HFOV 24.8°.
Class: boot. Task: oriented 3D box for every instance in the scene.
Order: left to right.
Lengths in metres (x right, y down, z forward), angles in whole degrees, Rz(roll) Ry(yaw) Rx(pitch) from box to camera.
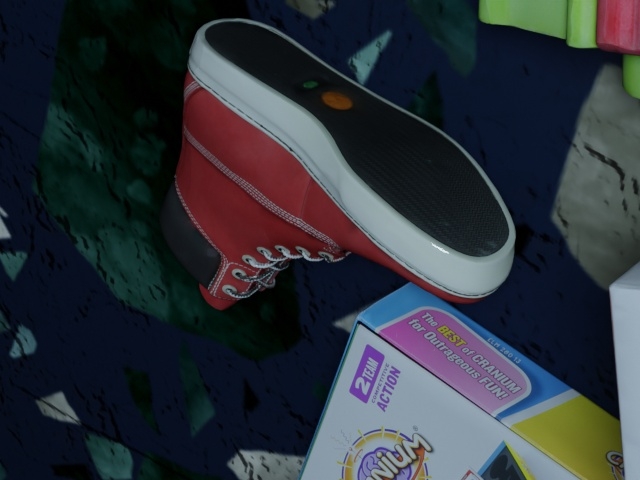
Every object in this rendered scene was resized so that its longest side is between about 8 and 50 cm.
[{"bbox_3d":[0.000,0.000,0.870,0.244,0.088,0.176,39,129,29],"label":"boot"}]

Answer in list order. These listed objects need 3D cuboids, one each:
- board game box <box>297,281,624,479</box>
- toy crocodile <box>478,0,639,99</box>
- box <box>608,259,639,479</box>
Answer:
[{"bbox_3d":[0.126,0.208,0.872,0.316,0.064,0.242,35,127,22],"label":"board game box"},{"bbox_3d":[0.214,-0.102,0.640,0.341,0.105,0.115,19,120,32],"label":"toy crocodile"},{"bbox_3d":[0.213,0.054,0.665,0.091,0.170,0.130,6,112,37],"label":"box"}]
